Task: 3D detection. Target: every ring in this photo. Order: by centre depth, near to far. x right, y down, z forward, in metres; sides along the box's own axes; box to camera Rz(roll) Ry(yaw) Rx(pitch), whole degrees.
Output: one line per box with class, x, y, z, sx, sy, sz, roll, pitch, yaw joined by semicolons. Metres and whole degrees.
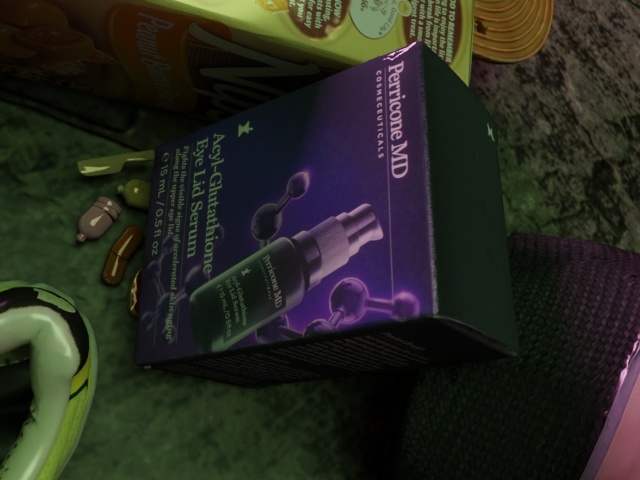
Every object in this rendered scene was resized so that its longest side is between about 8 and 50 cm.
ring;0.097;-0.304;0.587;0.336;0.032;0.337;17;63;-38

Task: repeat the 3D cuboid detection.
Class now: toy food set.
toy food set;-0.127;0.002;0.466;0.077;0.019;0.122;-14;86;-32

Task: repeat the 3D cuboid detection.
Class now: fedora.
fedora;0.150;0.099;0.467;0.152;0.334;0.334;26;55;18

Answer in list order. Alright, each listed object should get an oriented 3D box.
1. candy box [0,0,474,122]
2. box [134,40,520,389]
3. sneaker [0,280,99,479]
candy box;-0.081;-0.146;0.441;0.316;0.183;0.088;10;82;-25
box;0.000;0.000;0.410;0.108;0.207;0.153;27;55;-49
sneaker;-0.230;0.166;0.268;0.145;0.147;0.385;33;60;-15
